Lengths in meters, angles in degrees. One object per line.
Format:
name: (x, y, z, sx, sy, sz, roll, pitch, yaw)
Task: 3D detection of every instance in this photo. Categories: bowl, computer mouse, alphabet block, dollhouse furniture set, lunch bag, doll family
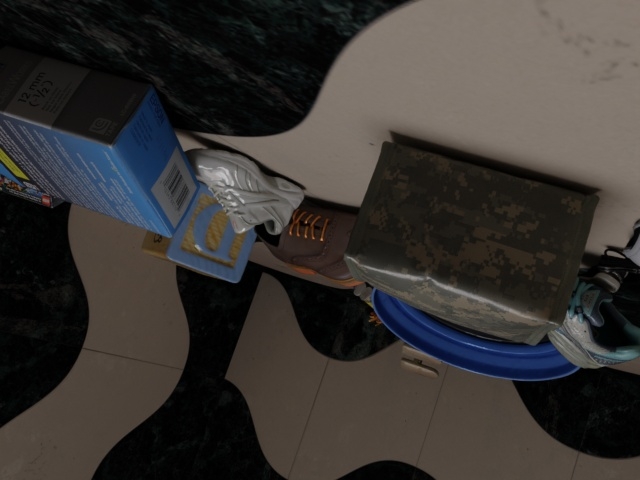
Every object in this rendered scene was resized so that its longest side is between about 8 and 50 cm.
bowl: (0.289, 0.133, 1.236, 0.391, 0.077, 0.391, 19, 152, 11)
computer mouse: (0.379, 0.021, 0.771, 0.106, 0.042, 0.193, 17, 173, 22)
alphabet block: (-0.280, -0.022, 1.592, 0.193, 0.192, 0.197, 26, 169, -30)
dollhouse furniture set: (0.295, 0.177, 1.522, 0.161, 0.212, 0.242, 17, 147, 15)
lunch bag: (0.174, 0.020, 0.813, 0.235, 0.168, 0.287, 17, 168, 13)
doll family: (0.116, 0.117, 1.607, 0.263, 0.118, 0.163, 39, -179, 43)

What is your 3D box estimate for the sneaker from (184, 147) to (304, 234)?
sneaker: (-0.133, -0.073, 1.110, 0.232, 0.115, 0.090, 24, 171, -32)

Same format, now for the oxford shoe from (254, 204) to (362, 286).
oxford shoe: (0.000, 0.000, 1.219, 0.133, 0.130, 0.364, 30, 161, -30)

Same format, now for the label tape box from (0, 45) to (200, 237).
label tape box: (-0.375, -0.151, 0.980, 0.348, 0.115, 0.249, 20, 157, 16)

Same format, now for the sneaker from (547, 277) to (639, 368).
sneaker: (0.341, 0.075, 0.951, 0.283, 0.110, 0.122, 35, 162, -10)

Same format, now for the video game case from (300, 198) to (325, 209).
video game case: (-0.049, -0.071, 1.312, 0.166, 0.015, 0.119, 25, 171, -38)

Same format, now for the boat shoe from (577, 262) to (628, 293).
boat shoe: (0.402, 0.052, 0.963, 0.046, 0.038, 0.125, 37, 175, 12)

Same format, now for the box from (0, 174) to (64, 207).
box: (-0.473, -0.143, 1.224, 0.159, 0.044, 0.233, 18, -148, 15)
